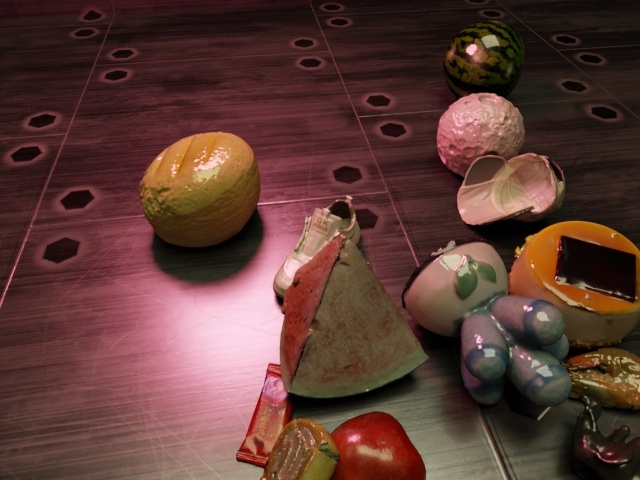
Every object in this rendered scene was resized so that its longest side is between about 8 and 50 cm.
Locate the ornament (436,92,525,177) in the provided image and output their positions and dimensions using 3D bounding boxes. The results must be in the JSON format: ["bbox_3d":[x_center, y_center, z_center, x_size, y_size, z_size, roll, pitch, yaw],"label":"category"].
[{"bbox_3d":[0.477,-0.318,1.447,0.259,0.225,0.260,0,45,0],"label":"ornament"}]

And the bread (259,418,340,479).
[{"bbox_3d":[-0.039,0.377,0.804,0.117,0.064,0.156,-7,46,50],"label":"bread"}]

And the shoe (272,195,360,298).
[{"bbox_3d":[0.000,0.000,1.166,0.124,0.159,0.316,24,46,20],"label":"shoe"}]

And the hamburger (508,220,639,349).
[{"bbox_3d":[0.558,0.097,1.058,0.275,0.179,0.294,13,54,14],"label":"hamburger"}]

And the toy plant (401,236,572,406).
[{"bbox_3d":[0.339,0.177,0.938,0.246,0.247,0.332,-18,48,-18],"label":"toy plant"}]

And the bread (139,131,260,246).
[{"bbox_3d":[-0.305,-0.143,1.251,0.319,0.238,0.321,0,41,0],"label":"bread"}]

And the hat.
[{"bbox_3d":[0.511,-0.117,1.307,0.274,0.161,0.232,-21,45,12],"label":"hat"}]

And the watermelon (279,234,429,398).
[{"bbox_3d":[0.069,0.139,0.976,0.250,0.293,0.283,17,33,-31],"label":"watermelon"}]

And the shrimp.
[{"bbox_3d":[0.548,0.266,0.959,0.216,0.051,0.115,6,62,13],"label":"shrimp"}]

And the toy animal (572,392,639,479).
[{"bbox_3d":[0.527,0.373,0.815,0.146,0.115,0.245,-28,51,-27],"label":"toy animal"}]

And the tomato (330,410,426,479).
[{"bbox_3d":[0.088,0.373,0.836,0.174,0.082,0.166,-17,47,-20],"label":"tomato"}]

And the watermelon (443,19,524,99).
[{"bbox_3d":[0.582,-0.629,1.730,0.284,0.285,0.285,0,44,0],"label":"watermelon"}]

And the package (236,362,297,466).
[{"bbox_3d":[-0.090,0.327,0.925,0.083,0.022,0.201,10,47,9],"label":"package"}]
